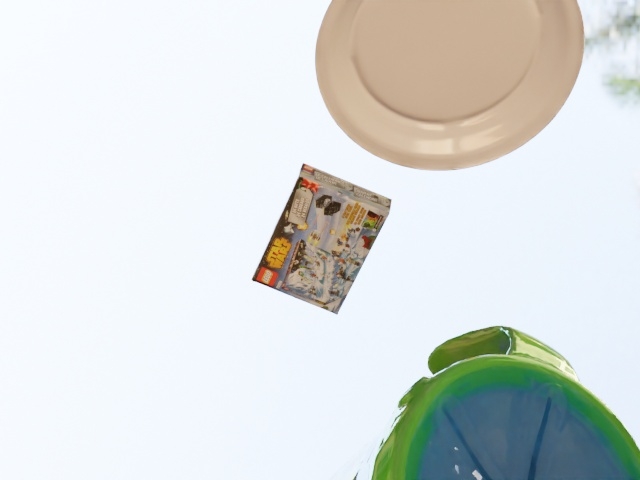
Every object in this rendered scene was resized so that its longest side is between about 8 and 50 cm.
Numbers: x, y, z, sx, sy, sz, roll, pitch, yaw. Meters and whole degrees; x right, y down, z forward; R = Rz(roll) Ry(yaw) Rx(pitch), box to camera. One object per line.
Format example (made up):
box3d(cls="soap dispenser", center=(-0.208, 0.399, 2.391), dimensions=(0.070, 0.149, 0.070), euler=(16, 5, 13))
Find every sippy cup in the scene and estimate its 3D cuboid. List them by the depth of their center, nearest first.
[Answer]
box3d(cls="sippy cup", center=(0.089, 0.225, 1.010), dimensions=(0.305, 0.240, 0.224), euler=(-33, 176, -40))

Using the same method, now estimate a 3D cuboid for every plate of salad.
box3d(cls="plate of salad", center=(0.095, -0.140, 1.052), dimensions=(0.199, 0.048, 0.200), euler=(-5, -112, 12))

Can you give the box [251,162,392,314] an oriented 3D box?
box3d(cls="box", center=(0.000, 0.000, 1.369), dimensions=(0.094, 0.137, 0.027), euler=(22, -145, -6))
